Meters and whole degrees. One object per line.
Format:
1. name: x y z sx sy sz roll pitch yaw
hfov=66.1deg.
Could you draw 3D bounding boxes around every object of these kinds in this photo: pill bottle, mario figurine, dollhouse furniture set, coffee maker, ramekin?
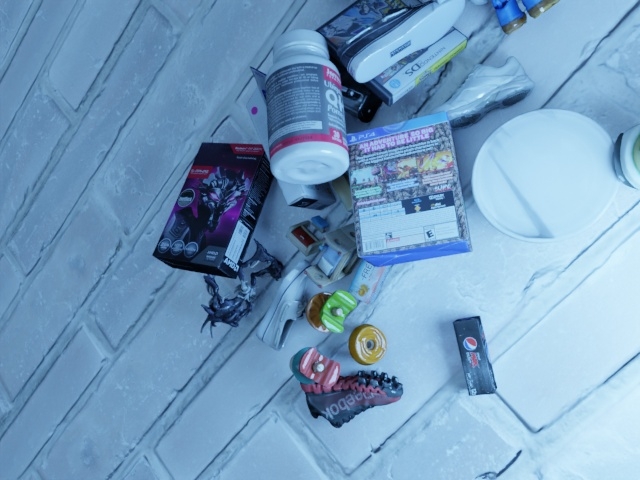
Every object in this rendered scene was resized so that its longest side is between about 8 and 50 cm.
1. pill bottle: -0.035 -0.302 1.113 0.176 0.176 0.319 -13 73 25
2. mario figurine: 0.387 -0.619 1.036 0.198 0.170 0.321 -29 102 19
3. dollhouse furniture set: 0.000 0.000 1.229 0.183 0.129 0.129 43 128 20
4. coffee maker: 0.076 -0.405 1.243 0.178 0.120 0.171 32 76 22
5. ramekin: 0.462 -0.127 1.026 0.272 0.127 0.273 -1 89 26

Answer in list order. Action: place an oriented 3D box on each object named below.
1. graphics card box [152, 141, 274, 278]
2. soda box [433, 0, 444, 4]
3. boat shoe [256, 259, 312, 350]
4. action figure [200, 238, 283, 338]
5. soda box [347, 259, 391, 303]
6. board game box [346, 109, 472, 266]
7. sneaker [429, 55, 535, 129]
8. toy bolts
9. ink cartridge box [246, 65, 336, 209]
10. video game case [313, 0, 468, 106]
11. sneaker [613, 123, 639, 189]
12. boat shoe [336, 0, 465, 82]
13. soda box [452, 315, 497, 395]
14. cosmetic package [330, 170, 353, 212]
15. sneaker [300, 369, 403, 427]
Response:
1. graphics card box: -0.277 -0.092 1.333 0.232 0.094 0.371 8 69 27
2. soda box: 0.228 -0.616 1.084 0.098 0.091 0.286 -34 38 10
3. boat shoe: -0.079 0.177 1.306 0.088 0.096 0.268 35 105 18
4. action figure: -0.232 0.132 1.343 0.276 0.164 0.141 -45 45 -1
5. soda box: 0.137 0.063 1.220 0.063 0.058 0.183 28 100 24
6. board game box: 0.198 -0.107 1.107 0.232 0.141 0.291 -10 74 19
7. sneaker: 0.351 -0.336 1.117 0.232 0.090 0.115 -21 73 15
8. toy bolts: 0.023 0.265 1.232 0.218 0.158 0.228 40 67 -13
9. ink cartridge box: -0.087 -0.257 1.271 0.069 0.175 0.371 -26 78 25
10. video game case: 0.163 -0.479 1.170 0.248 0.035 0.275 -39 71 -9
11. sneaker: 0.739 -0.140 0.823 0.410 0.182 0.158 -1 92 4
12. boat shoe: 0.176 -0.471 1.096 0.301 0.108 0.102 -34 70 0
13. soda box: 0.350 0.260 1.113 0.060 0.053 0.169 -14 83 25
14. cosmetic package: 0.068 -0.128 1.258 0.041 0.060 0.115 -36 76 21
15. sneaker: 0.079 0.396 1.221 0.276 0.097 0.135 -8 85 28
